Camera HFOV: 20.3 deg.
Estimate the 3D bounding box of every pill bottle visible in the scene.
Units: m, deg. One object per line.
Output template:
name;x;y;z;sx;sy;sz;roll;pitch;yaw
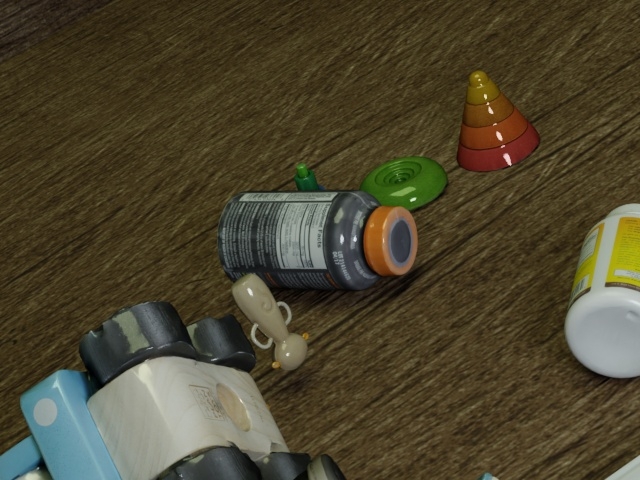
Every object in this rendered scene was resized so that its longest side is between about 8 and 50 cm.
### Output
pill bottle;0.000;0.000;2.289;0.245;0.130;0.130;1;34;33
pill bottle;0.343;0.049;1.997;0.117;0.117;0.215;-8;31;22

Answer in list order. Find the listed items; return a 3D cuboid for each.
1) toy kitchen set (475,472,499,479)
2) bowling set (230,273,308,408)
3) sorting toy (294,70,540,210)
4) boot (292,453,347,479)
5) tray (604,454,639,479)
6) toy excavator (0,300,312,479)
toy kitchen set;0.145;0.263;1.608;0.166;0.122;0.207;-60;6;-27
bowling set;-0.153;0.182;2.090;0.200;0.154;0.287;-16;23;49
sorting toy;0.120;-0.127;2.443;0.365;0.126;0.127;-24;29;-10
boot;-0.080;0.327;1.620;0.284;0.138;0.377;-30;-8;-10
tray;0.343;0.204;1.713;0.270;0.145;0.030;-31;70;-20
toy excavator;-0.276;0.268;1.756;0.445;0.433;0.222;-36;69;15
